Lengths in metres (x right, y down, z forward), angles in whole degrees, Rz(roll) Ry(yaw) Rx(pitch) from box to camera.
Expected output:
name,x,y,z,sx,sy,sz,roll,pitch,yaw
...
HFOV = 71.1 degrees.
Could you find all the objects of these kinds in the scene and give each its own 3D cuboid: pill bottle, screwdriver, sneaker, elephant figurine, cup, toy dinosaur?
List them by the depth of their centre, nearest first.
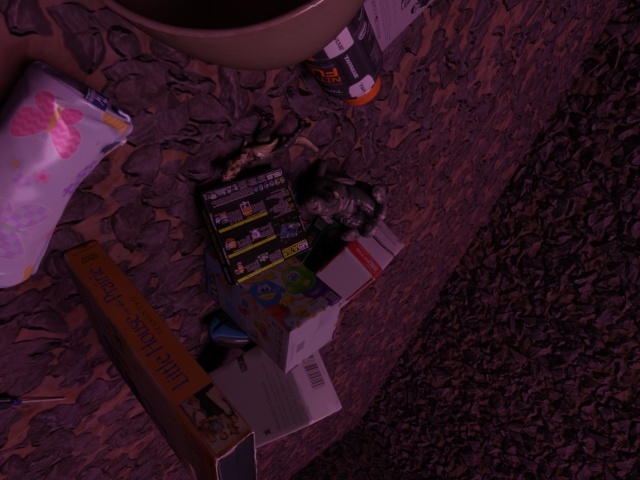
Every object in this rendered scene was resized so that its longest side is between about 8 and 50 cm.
name,x,y,z,sx,sy,sz,roll,pitch,yaw
cup,-0.075,-0.326,0.495,0.331,0.331,0.237,-52,173,0
pill bottle,0.032,-0.337,0.779,0.130,0.130,0.246,-52,151,1
screwdriver,-0.528,0.292,0.808,0.024,0.025,0.170,-51,151,-1
toy dinosaur,-0.084,-0.190,0.857,0.268,0.064,0.118,-26,159,-40
elephant figurine,0.028,-0.103,1.039,0.239,0.186,0.169,19,72,-34
sneaker,-0.173,0.257,1.183,0.139,0.125,0.341,-54,150,14

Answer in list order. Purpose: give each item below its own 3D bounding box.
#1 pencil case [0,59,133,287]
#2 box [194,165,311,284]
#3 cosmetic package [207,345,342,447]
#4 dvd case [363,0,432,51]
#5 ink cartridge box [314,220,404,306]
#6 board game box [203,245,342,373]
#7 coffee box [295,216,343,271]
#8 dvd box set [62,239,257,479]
name,x,y,z,sx,sy,sz,roll,pitch,yaw
pencil case,-0.350,-0.076,0.543,0.273,0.113,0.124,-53,143,4
box,-0.126,-0.033,0.878,0.191,0.045,0.184,-27,105,-35
cosmetic package,-0.167,0.399,1.116,0.385,0.217,0.156,-34,159,22
dvd case,0.156,-0.498,0.879,0.238,0.030,0.179,-46,152,-9
ink cartridge box,0.094,0.069,1.240,0.197,0.114,0.273,-45,176,32
board game box,-0.107,0.115,0.948,0.142,0.275,0.144,-30,145,-35
coffee box,0.000,0.000,1.219,0.184,0.040,0.113,-58,153,12
dvd box set,-0.254,0.228,0.716,0.062,0.420,0.307,-32,145,-32
